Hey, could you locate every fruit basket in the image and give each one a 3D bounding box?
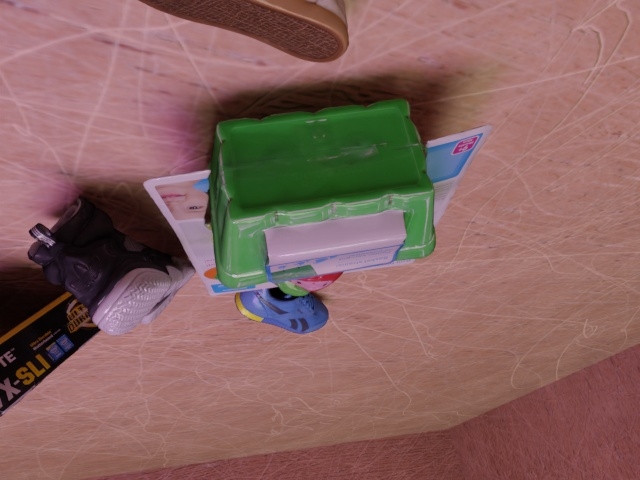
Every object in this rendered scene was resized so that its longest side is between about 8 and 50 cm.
[{"bbox_3d":[0.000,0.000,0.580,0.326,0.166,0.353,-9,152,-7],"label":"fruit basket"}]

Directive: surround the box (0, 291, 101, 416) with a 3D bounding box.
[{"bbox_3d":[-0.459,0.200,0.661,0.322,0.257,0.079,-32,100,29],"label":"box"}]

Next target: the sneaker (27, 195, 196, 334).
[{"bbox_3d":[-0.246,0.024,0.588,0.101,0.153,0.268,-49,-176,-6],"label":"sneaker"}]

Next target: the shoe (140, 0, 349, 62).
[{"bbox_3d":[-0.074,-0.196,0.347,0.219,0.058,0.076,13,172,-29],"label":"shoe"}]

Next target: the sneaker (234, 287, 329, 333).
[{"bbox_3d":[-0.043,0.107,0.823,0.082,0.069,0.209,-37,141,28],"label":"sneaker"}]
